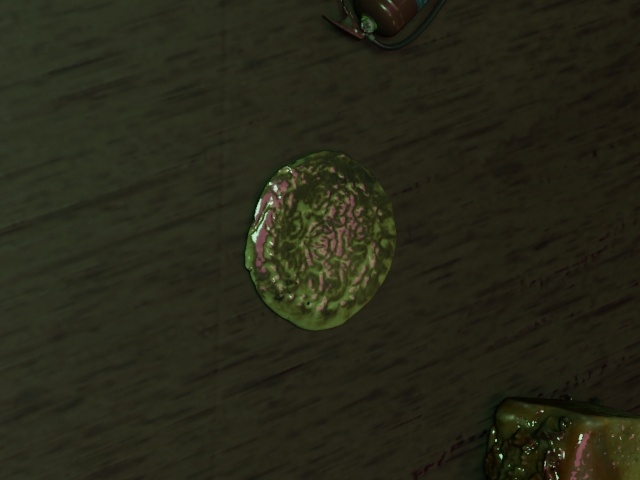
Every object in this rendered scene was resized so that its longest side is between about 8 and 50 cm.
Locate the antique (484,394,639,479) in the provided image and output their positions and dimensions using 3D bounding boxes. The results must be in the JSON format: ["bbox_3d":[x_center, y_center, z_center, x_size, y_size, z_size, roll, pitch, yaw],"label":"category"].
[{"bbox_3d":[0.147,0.259,1.186,0.093,0.087,0.310,8,92,-29],"label":"antique"}]

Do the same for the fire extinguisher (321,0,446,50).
[{"bbox_3d":[0.060,-0.167,1.120,0.056,0.039,0.132,47,72,-16],"label":"fire extinguisher"}]

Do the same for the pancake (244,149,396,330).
[{"bbox_3d":[0.001,0.000,1.116,0.115,0.011,0.115,-3,97,-30],"label":"pancake"}]
